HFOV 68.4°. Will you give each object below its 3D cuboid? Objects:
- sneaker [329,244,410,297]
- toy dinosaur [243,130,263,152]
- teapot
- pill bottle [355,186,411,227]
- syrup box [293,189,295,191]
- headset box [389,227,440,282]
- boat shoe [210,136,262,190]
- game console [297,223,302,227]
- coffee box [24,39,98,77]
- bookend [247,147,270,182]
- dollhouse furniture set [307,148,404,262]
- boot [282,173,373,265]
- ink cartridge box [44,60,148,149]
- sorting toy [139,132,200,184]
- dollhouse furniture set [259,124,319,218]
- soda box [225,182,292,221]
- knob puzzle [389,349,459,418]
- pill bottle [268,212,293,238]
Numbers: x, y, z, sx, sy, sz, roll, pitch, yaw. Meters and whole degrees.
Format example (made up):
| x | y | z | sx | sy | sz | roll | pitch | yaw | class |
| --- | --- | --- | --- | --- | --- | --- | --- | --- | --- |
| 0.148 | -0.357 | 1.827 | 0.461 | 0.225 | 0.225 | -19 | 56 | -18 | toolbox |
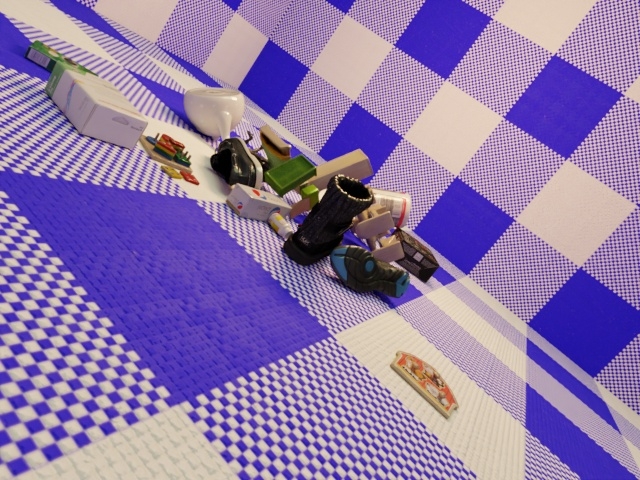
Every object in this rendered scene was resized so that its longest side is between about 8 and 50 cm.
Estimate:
| x | y | z | sx | sy | sz | roll | pitch | yaw | class |
| --- | --- | --- | --- | --- | --- | --- | --- | --- | --- |
| 0.131 | 0.097 | 1.470 | 0.340 | 0.125 | 0.139 | 27 | -4 | -41 | sneaker |
| -0.285 | -0.364 | 1.875 | 0.268 | 0.118 | 0.064 | 12 | 38 | -57 | toy dinosaur |
| -0.419 | -0.495 | 1.864 | 0.252 | 0.187 | 0.256 | 11 | 28 | 14 | teapot |
| 0.263 | -0.168 | 2.285 | 0.318 | 0.177 | 0.176 | 9 | 19 | -6 | pill bottle |
| -0.097 | -0.268 | 2.071 | 0.236 | 0.093 | 0.096 | 19 | 23 | -51 | syrup box |
| 0.434 | 0.058 | 2.265 | 0.218 | 0.110 | 0.293 | 35 | 14 | -6 | headset box |
| -0.293 | -0.249 | 1.504 | 0.113 | 0.127 | 0.340 | -3 | 34 | -29 | boat shoe |
| 0.000 | 0.000 | 1.612 | 0.124 | 0.085 | 0.144 | 9 | -3 | 32 | game console |
| -0.751 | -0.507 | 1.376 | 0.184 | 0.040 | 0.113 | 27 | 17 | -32 | coffee box |
| -0.236 | -0.270 | 1.786 | 0.156 | 0.072 | 0.157 | 25 | 19 | -41 | bookend |
| 0.113 | -0.116 | 1.854 | 0.362 | 0.256 | 0.394 | -107 | 176 | -65 | dollhouse furniture set |
| 0.048 | -0.076 | 1.376 | 0.131 | 0.260 | 0.348 | 39 | 23 | 3 | boot |
| -0.561 | -0.337 | 1.182 | 0.212 | 0.093 | 0.154 | 42 | 16 | 25 | ink cartridge box |
| -0.427 | -0.253 | 1.330 | 0.132 | 0.046 | 0.274 | 20 | 22 | -49 | sorting toy |
| -0.156 | -0.235 | 1.643 | 0.301 | 0.151 | 0.198 | 46 | -22 | 28 | dollhouse furniture set |
| -0.180 | -0.105 | 1.403 | 0.074 | 0.069 | 0.216 | 43 | 15 | 25 | soda box |
| 0.266 | 0.333 | 1.152 | 0.213 | 0.030 | 0.213 | 34 | 14 | -10 | knob puzzle |
| -0.118 | -0.042 | 1.400 | 0.083 | 0.043 | 0.043 | 46 | 17 | 30 | pill bottle |
